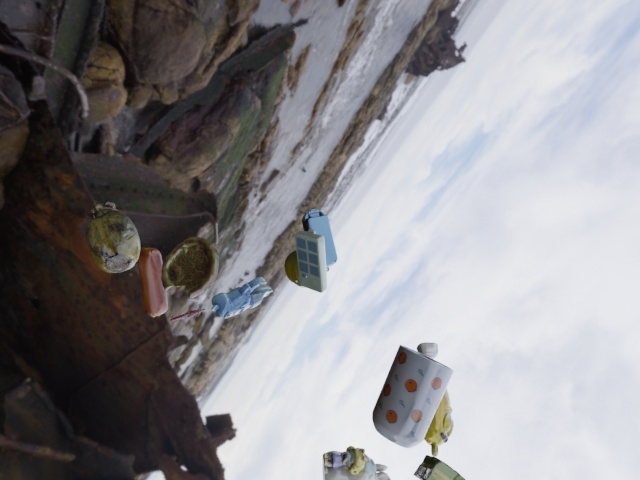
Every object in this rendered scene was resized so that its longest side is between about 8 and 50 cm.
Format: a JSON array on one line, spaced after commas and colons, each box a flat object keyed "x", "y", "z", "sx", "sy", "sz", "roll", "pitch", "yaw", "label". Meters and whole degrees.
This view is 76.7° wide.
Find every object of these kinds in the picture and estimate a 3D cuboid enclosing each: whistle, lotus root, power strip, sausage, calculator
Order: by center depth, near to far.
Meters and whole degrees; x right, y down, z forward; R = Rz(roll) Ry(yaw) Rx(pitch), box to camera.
[{"x": -0.657, "y": -0.018, "z": 1.275, "sx": 0.154, "sy": 0.278, "sz": 0.154, "roll": -26, "pitch": 151, "yaw": -16, "label": "lotus root"}, {"x": -0.279, "y": 0.208, "z": 1.448, "sx": 0.269, "sy": 0.093, "sz": 0.180, "roll": -14, "pitch": 150, "yaw": -55, "label": "whistle"}, {"x": -0.035, "y": 0.084, "z": 1.572, "sx": 0.046, "sy": 0.118, "sz": 0.270, "roll": -38, "pitch": 133, "yaw": -46, "label": "power strip"}, {"x": -0.682, "y": 0.172, "z": 1.652, "sx": 0.089, "sy": 0.084, "sz": 0.299, "roll": -23, "pitch": 111, "yaw": -55, "label": "sausage"}, {"x": 0.000, "y": 0.000, "z": 1.843, "sx": 0.051, "sy": 0.292, "sz": 0.173, "roll": -14, "pitch": 180, "yaw": 36, "label": "calculator"}]

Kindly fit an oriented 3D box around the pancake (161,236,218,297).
[{"x": -0.439, "y": 0.086, "z": 1.363, "sx": 0.029, "sy": 0.236, "sz": 0.211, "roll": 46, "pitch": 51, "yaw": -59, "label": "pancake"}]

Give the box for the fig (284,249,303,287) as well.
[{"x": -0.059, "y": 0.131, "z": 1.996, "sx": 0.230, "sy": 0.207, "sz": 0.207, "roll": -16, "pitch": 178, "yaw": -3, "label": "fig"}]

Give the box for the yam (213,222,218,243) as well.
[{"x": -0.582, "y": -0.039, "z": 2.251, "sx": 0.021, "sy": 0.021, "sz": 0.115, "roll": 125, "pitch": -39, "yaw": -73, "label": "yam"}]

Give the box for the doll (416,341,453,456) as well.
[{"x": 0.474, "y": 0.653, "z": 1.740, "sx": 0.348, "sy": 0.161, "sz": 0.422, "roll": 23, "pitch": 58, "yaw": -68, "label": "doll"}]

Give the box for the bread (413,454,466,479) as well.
[{"x": 0.313, "y": 0.632, "z": 1.079, "sx": 0.074, "sy": 0.084, "sz": 0.139, "roll": -49, "pitch": 167, "yaw": -20, "label": "bread"}]

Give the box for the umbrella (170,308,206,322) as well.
[{"x": -0.605, "y": 0.339, "z": 1.847, "sx": 0.027, "sy": 0.166, "sz": 0.025, "roll": 76, "pitch": -5, "yaw": -46, "label": "umbrella"}]

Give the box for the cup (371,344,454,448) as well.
[{"x": 0.328, "y": 0.575, "z": 1.494, "sx": 0.317, "sy": 0.213, "sz": 0.212, "roll": -64, "pitch": -179, "yaw": -7, "label": "cup"}]

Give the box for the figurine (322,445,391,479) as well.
[{"x": 0.126, "y": 0.776, "z": 1.389, "sx": 0.127, "sy": 0.236, "sz": 0.155, "roll": -109, "pitch": -162, "yaw": -71, "label": "figurine"}]
